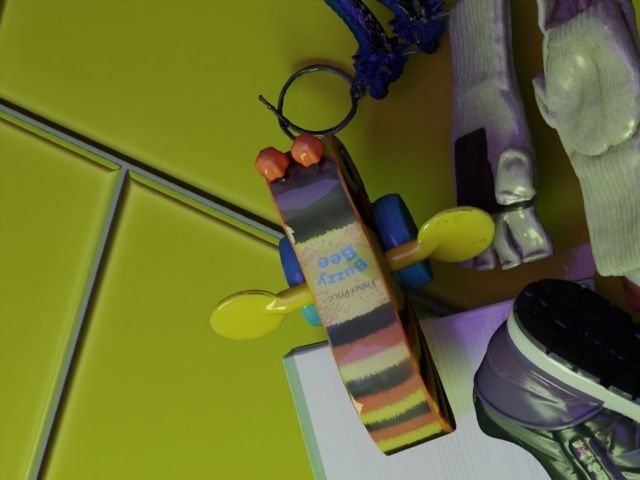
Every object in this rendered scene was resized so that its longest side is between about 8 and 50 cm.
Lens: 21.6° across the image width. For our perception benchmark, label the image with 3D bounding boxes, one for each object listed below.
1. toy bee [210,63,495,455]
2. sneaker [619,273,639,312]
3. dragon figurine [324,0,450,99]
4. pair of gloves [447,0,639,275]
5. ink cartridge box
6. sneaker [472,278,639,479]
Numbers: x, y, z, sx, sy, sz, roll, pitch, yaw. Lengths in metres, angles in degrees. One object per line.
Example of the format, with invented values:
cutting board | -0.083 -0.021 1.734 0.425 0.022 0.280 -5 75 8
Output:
toy bee | 0.000 0.000 1.159 0.195 0.162 0.298 -42 67 3
sneaker | 0.336 0.021 1.090 0.290 0.106 0.123 10 131 20
dragon figurine | 0.011 -0.226 1.149 0.144 0.085 0.289 27 149 29
pair of gloves | 0.145 -0.077 1.113 0.240 0.042 0.204 180 83 -66
ink cartridge box | 0.106 0.134 1.229 0.235 0.056 0.171 -15 89 10
sneaker | 0.231 0.150 1.133 0.283 0.107 0.124 37 130 15
